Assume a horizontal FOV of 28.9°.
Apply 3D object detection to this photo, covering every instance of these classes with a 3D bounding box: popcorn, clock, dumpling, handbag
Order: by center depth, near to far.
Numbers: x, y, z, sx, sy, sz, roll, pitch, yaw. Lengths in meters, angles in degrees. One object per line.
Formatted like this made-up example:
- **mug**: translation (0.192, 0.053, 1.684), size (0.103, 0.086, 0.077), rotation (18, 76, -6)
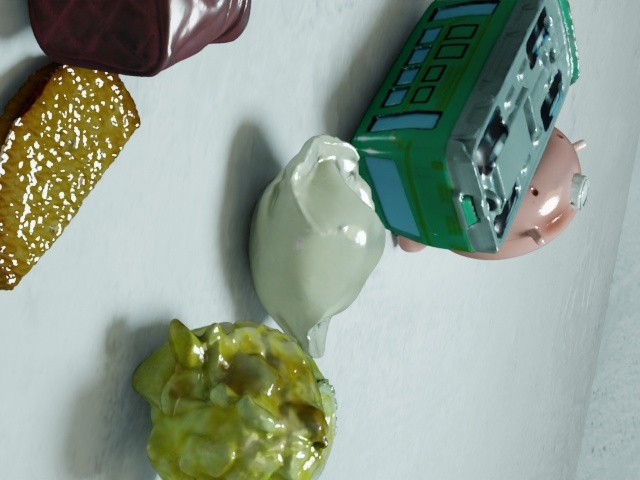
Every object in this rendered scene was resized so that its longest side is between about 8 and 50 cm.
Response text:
- **handbag**: translation (-0.131, -0.234, 0.893), size (0.135, 0.146, 0.225), rotation (-35, 129, -53)
- **popcorn**: translation (-0.082, 0.159, 1.148), size (0.187, 0.167, 0.186), rotation (75, -1, -81)
- **dumpling**: translation (0.000, 0.000, 1.301), size (0.162, 0.132, 0.250), rotation (-40, 136, -49)
- **clock**: translation (0.235, -0.085, 1.649), size (0.227, 0.241, 0.142), rotation (-59, 146, -35)

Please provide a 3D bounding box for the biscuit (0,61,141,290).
- **biscuit**: translation (-0.207, -0.069, 0.946), size (0.126, 0.025, 0.206), rotation (77, 33, -44)

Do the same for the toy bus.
- **toy bus**: translation (0.175, -0.158, 1.524), size (0.344, 0.199, 0.184), rotation (-60, 143, -35)

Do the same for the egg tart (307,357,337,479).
- **egg tart**: translation (-0.035, 0.204, 1.385), size (0.197, 0.078, 0.197), rotation (10, 90, -68)
